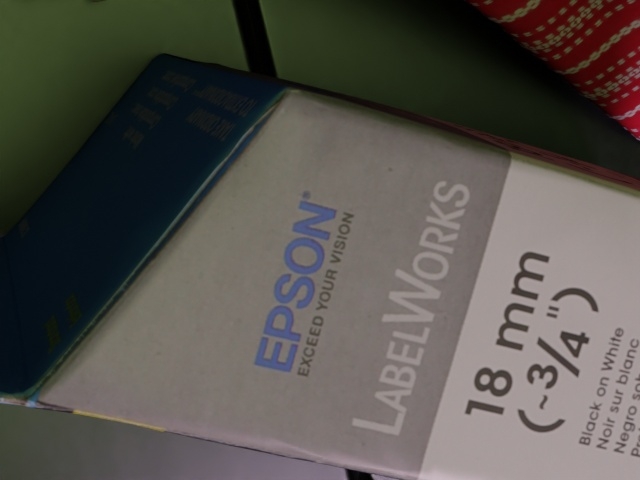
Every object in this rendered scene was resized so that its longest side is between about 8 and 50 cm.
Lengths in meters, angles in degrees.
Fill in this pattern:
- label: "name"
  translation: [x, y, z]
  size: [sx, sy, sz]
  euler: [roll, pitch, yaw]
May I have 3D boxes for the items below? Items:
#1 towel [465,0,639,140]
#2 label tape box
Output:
- label: "towel"
  translation: [0.161, -0.115, 0.481]
  size: [0.198, 0.031, 0.275]
  euler: [-28, 152, 26]
- label: "label tape box"
  translation: [0.000, 0.000, 0.469]
  size: [0.333, 0.240, 0.106]
  euler: [14, 96, -17]
